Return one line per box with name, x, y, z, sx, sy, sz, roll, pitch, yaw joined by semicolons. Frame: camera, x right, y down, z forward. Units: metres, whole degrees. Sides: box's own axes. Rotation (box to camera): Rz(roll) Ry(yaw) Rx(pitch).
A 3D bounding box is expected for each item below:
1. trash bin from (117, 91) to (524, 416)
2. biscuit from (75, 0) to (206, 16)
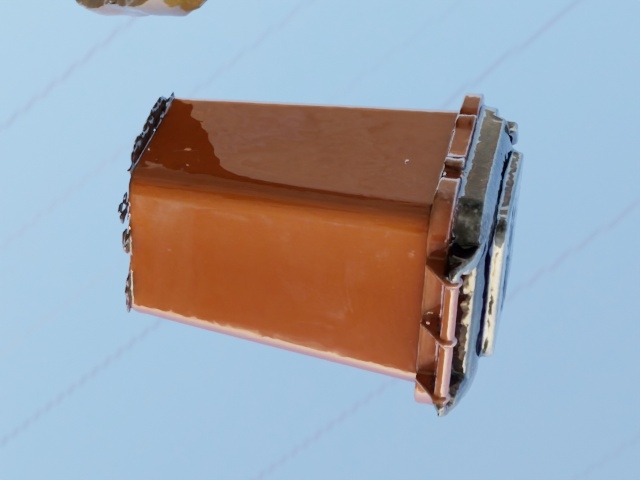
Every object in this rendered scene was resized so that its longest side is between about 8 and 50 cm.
trash bin;0.000;0.000;1.107;0.239;0.161;0.184;7;-145;7
biscuit;-0.092;-0.326;1.155;0.385;0.062;0.365;8;-89;60
